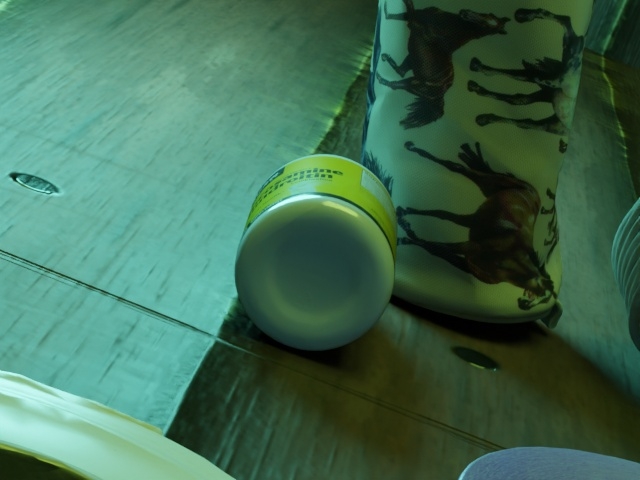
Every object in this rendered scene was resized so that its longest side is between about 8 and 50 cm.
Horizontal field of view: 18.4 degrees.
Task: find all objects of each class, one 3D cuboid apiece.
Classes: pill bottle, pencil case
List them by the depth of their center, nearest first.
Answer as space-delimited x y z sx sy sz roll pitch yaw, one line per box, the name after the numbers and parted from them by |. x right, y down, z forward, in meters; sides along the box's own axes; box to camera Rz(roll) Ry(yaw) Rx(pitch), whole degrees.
0.000 0.000 1.324 0.103 0.103 0.184 21 15 -3 | pill bottle
0.130 -0.141 1.463 0.184 0.410 0.160 6 11 -7 | pencil case

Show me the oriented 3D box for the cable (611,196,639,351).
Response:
0.350 0.023 1.478 0.257 0.257 0.089 16 50 -24 | cable

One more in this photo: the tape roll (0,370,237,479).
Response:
-0.124 0.141 0.682 0.286 0.100 0.286 19 15 -5 | tape roll

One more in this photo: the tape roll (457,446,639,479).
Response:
0.172 0.196 0.871 0.275 0.090 0.275 19 15 -5 | tape roll
